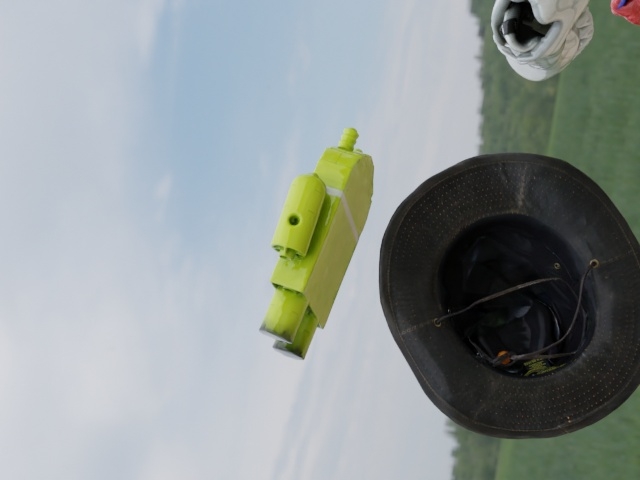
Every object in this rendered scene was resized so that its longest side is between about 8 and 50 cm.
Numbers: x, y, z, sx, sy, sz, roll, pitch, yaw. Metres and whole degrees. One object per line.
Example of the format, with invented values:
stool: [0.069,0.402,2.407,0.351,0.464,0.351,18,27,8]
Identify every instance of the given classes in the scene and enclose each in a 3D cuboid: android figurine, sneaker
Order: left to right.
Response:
android figurine: [0.000,0.000,1.369,0.248,0.056,0.273,62,-134,-70]
sneaker: [0.214,-0.222,1.154,0.118,0.110,0.292,-54,-10,-10]

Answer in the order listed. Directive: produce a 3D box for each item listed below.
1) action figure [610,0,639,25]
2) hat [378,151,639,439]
action figure: [0.247,-0.178,0.848,0.030,0.038,0.115,-68,17,-6]
hat: [0.224,0.068,1.346,0.134,0.331,0.332,73,-153,-78]
